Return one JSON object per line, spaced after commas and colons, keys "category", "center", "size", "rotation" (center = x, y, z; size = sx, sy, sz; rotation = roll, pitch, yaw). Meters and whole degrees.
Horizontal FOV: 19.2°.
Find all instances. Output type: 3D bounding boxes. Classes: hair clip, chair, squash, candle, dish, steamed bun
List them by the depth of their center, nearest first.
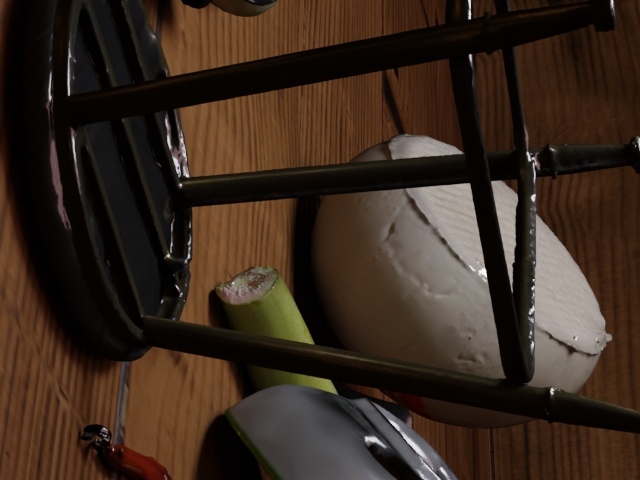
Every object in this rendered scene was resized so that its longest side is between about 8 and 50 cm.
{"category": "chair", "center": [0.022, -0.082, 1.370], "size": [0.362, 0.410, 0.365], "rotation": [-81, 161, -52]}
{"category": "candle", "center": [-0.140, 0.164, 1.398], "size": [0.167, 0.021, 0.026], "rotation": [54, 30, -69]}
{"category": "dish", "center": [0.064, 0.235, 1.694], "size": [0.324, 0.124, 0.324], "rotation": [48, -3, 4]}
{"category": "squash", "center": [-0.036, 0.117, 1.811], "size": [0.083, 0.083, 0.250], "rotation": [-85, 162, -46]}
{"category": "hair clip", "center": [0.025, 0.181, 2.149], "size": [0.275, 0.083, 0.048], "rotation": [41, 54, -63]}
{"category": "steamed bun", "center": [0.137, 0.065, 2.184], "size": [0.374, 0.241, 0.374], "rotation": [41, 19, -18]}

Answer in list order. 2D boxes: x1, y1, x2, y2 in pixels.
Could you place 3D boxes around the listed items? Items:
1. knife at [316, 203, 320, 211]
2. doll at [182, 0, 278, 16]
{"category": "knife", "center": [0.000, 0.000, 2.252], "size": [0.014, 0.005, 0.091], "rotation": [51, 34, -71]}
{"category": "doll", "center": [-0.064, -0.315, 1.614], "size": [0.349, 0.247, 0.247], "rotation": [-83, 165, -86]}
